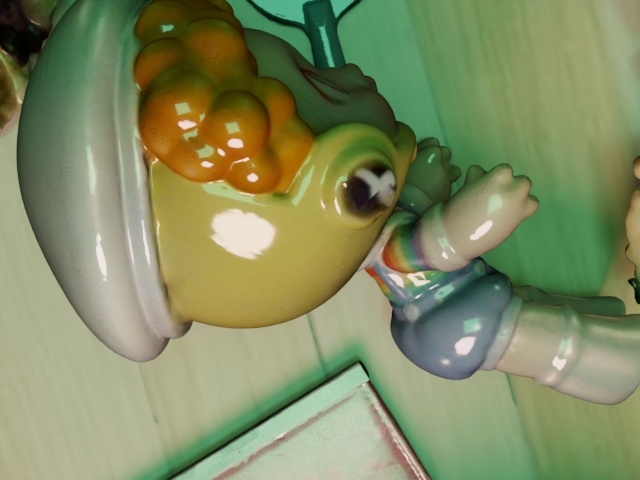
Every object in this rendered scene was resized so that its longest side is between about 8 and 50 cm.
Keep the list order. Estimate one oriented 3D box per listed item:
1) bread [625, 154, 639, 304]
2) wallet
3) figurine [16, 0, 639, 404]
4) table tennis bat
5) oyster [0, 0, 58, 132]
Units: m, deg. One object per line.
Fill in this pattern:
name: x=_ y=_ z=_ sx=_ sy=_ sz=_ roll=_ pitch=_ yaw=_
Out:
bread: x=0.279 y=0.003 z=0.920 sx=0.211 sy=0.224 sz=0.184 roll=-20 pitch=99 yaw=9
wallet: x=-0.043 y=0.185 z=1.024 sx=0.232 sy=0.025 sz=0.119 roll=-32 pitch=93 yaw=2
figurine: x=0.007 y=0.007 z=0.916 sx=0.381 sy=0.224 sz=0.205 roll=27 pitch=96 yaw=-2
table tennis bat: x=-0.008 y=-0.168 z=1.006 sx=0.100 sy=0.019 sz=0.155 roll=-15 pitch=92 yaw=0
oyster: x=-0.202 y=-0.196 z=0.972 sx=0.166 sy=0.094 sz=0.294 roll=-2 pitch=100 yaw=-9
